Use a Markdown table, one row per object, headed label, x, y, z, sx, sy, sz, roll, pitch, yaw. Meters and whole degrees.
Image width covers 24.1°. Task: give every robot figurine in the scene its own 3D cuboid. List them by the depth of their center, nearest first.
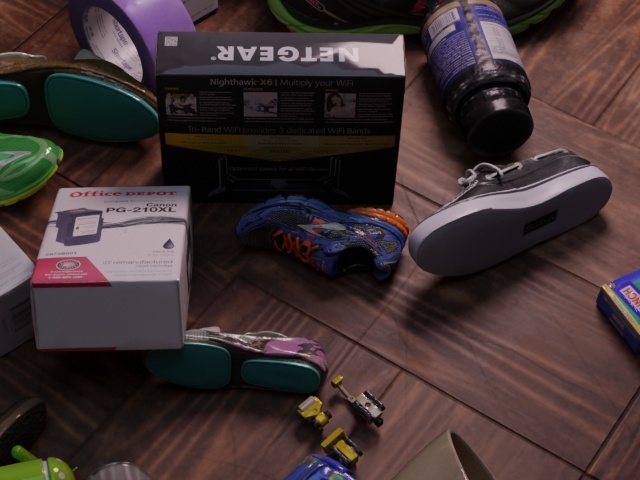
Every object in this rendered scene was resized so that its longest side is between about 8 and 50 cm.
| label | x | y | z | sx | sy | sz | roll | pitch | yaw |
| --- | --- | --- | --- | --- | --- | --- | --- | --- | --- |
| robot figurine | -0.324 | 0.279 | 1.664 | 0.115 | 0.067 | 0.101 | -10 | 40 | -11 |

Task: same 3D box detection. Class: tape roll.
| label | x | y | z | sx | sy | sz | roll | pitch | yaw |
| --- | --- | --- | --- | --- | --- | --- | --- | --- | --- |
| tape roll | -0.254 | -0.281 | 2.039 | 0.080 | 0.189 | 0.189 | -38 | 62 | -26 |

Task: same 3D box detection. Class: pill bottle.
| label | x | y | z | sx | sy | sz | roll | pitch | yaw |
| --- | --- | --- | --- | --- | --- | --- | --- | --- | --- |
| pill bottle | 0.218 | -0.226 | 2.055 | 0.123 | 0.122 | 0.219 | -7 | 52 | -8 |

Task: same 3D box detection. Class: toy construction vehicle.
| label | x | y | z | sx | sy | sz | roll | pitch | yaw |
| --- | --- | --- | --- | --- | --- | --- | --- | --- | --- |
| toy construction vehicle | 0.028 | 0.213 | 1.757 | 0.098 | 0.035 | 0.086 | 39 | 68 | 25 |

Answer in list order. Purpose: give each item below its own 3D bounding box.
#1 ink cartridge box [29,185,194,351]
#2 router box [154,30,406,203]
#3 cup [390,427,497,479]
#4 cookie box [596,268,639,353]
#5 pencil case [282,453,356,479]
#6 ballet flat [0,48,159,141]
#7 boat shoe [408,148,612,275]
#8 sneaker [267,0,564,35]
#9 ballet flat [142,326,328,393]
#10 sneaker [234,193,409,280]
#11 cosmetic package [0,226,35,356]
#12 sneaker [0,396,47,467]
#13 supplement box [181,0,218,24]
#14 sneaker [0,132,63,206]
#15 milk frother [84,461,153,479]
| label | x | y | z | sx | sy | sz | roll | pitch | yaw |
| --- | --- | --- | --- | --- | --- | --- | --- | --- | --- |
| ink cartridge box | -0.243 | 0.029 | 1.796 | 0.172 | 0.100 | 0.237 | -1 | 29 | -1 |
| router box | -0.052 | -0.153 | 1.910 | 0.309 | 0.243 | 0.081 | 1 | 52 | -2 |
| cup | 0.120 | 0.387 | 1.473 | 0.237 | 0.331 | 0.331 | -34 | 56 | 6 |
| cookie box | 0.415 | 0.080 | 1.869 | 0.107 | 0.040 | 0.092 | -22 | 56 | -18 |
| pencil case | -0.066 | 0.352 | 1.577 | 0.119 | 0.133 | 0.306 | 25 | 52 | 38 |
| ballet flat | -0.371 | -0.210 | 2.040 | 0.343 | 0.116 | 0.124 | 2 | 40 | 5 |
| boat shoe | 0.228 | -0.050 | 1.923 | 0.306 | 0.113 | 0.105 | -23 | 49 | -22 |
| sneaker | 0.162 | -0.402 | 2.143 | 0.483 | 0.202 | 0.185 | -9 | 53 | -9 |
| ballet flat | -0.101 | 0.137 | 1.793 | 0.222 | 0.076 | 0.079 | 5 | 33 | -4 |
| sneaker | 0.000 | 0.000 | 1.895 | 0.221 | 0.083 | 0.087 | 5 | 57 | 4 |
| cosmetic package | -0.433 | 0.020 | 1.838 | 0.085 | 0.117 | 0.231 | -33 | 59 | -27 |
| sneaker | -0.393 | 0.236 | 1.698 | 0.071 | 0.066 | 0.188 | 26 | 53 | 24 |
| supplement box | -0.263 | -0.408 | 2.190 | 0.111 | 0.114 | 0.220 | -36 | 59 | -26 |
| sneaker | -0.485 | -0.123 | 1.944 | 0.296 | 0.123 | 0.109 | 8 | 51 | 4 |
| milk frother | -0.220 | 0.337 | 1.611 | 0.143 | 0.129 | 0.135 | -40 | 20 | 3 |
